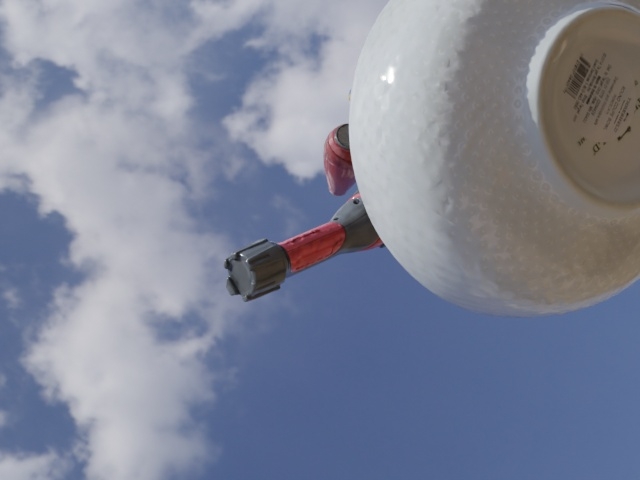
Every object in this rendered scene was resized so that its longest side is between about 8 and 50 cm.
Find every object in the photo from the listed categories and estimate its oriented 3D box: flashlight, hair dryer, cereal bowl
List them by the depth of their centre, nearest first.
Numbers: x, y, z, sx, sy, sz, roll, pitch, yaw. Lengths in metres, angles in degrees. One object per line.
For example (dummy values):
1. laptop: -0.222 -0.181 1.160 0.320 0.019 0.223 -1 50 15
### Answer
1. cereal bowl: 0.201 -0.099 0.773 0.338 0.141 0.339 0 -90 -25
2. flashlight: 0.000 0.000 1.420 0.304 0.103 0.103 -22 -63 -35
3. hair dryer: 0.108 -0.165 1.622 0.223 0.293 0.080 9 -127 -46

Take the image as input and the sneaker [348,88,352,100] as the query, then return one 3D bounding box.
1. sneaker: 0.201 -0.299 1.804 0.112 0.296 0.131 9 -89 -66
